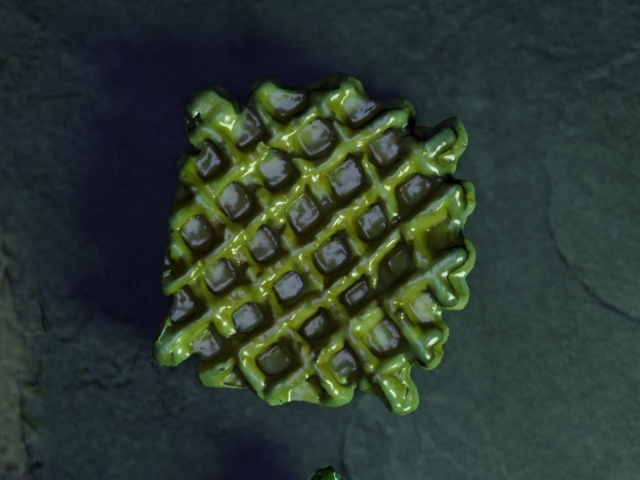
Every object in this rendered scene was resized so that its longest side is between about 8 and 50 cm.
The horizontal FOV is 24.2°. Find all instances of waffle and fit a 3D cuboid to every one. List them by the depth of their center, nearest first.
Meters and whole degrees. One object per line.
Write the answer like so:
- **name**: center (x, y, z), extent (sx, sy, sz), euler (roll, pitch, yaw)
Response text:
- **waffle**: center (0.001, 0.000, 0.986), extent (0.204, 0.054, 0.223), euler (8, 90, 6)

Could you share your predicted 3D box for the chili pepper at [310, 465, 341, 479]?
- **chili pepper**: center (-0.036, 0.252, 0.967), extent (0.059, 0.088, 0.227), euler (20, 85, 26)
